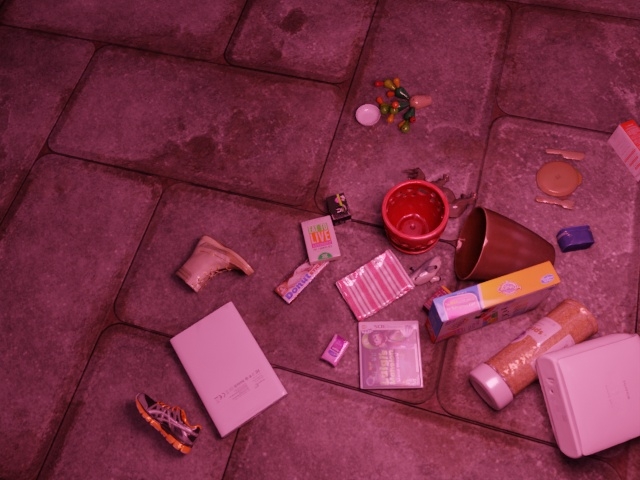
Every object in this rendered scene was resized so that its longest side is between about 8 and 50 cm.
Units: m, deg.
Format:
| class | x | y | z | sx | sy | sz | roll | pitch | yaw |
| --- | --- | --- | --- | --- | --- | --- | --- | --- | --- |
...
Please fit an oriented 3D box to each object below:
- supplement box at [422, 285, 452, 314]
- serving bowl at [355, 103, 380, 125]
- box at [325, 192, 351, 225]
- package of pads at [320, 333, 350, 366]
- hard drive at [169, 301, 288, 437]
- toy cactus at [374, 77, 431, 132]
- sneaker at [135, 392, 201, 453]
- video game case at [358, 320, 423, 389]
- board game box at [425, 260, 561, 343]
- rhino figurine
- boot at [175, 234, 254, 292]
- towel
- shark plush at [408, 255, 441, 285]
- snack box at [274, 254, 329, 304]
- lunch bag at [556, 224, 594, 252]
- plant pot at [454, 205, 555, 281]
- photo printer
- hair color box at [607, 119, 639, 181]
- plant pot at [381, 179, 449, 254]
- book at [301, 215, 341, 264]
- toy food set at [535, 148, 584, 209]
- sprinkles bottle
| class | x | y | z | sx | sy | sz | roll | pitch | yaw |
| --- | --- | --- | --- | --- | --- | --- | --- | --- | --- |
| supplement box | 0.338 | 0.178 | 1.553 | 0.083 | 0.055 | 0.043 | -41 | 68 | -12 |
| serving bowl | 0.162 | -0.422 | 1.834 | 0.083 | 0.027 | 0.083 | -2 | 67 | 4 |
| box | 0.058 | -0.098 | 1.695 | 0.062 | 0.052 | 0.083 | -17 | 68 | -3 |
| package of pads | 0.043 | 0.314 | 1.535 | 0.050 | 0.032 | 0.083 | 30 | 73 | 13 |
| hard drive | -0.265 | 0.362 | 1.538 | 0.210 | 0.040 | 0.318 | -32 | 68 | -9 |
| toy cactus | 0.285 | -0.467 | 1.812 | 0.181 | 0.112 | 0.219 | -13 | 58 | -11 |
| sneaker | -0.419 | 0.488 | 1.482 | 0.215 | 0.084 | 0.083 | 38 | 73 | 8 |
| video game case | 0.196 | 0.322 | 1.523 | 0.173 | 0.022 | 0.190 | -2 | 67 | 5 |
| board game box | 0.449 | 0.173 | 1.444 | 0.317 | 0.242 | 0.064 | -18 | 66 | -3 |
| rhino figurine | 0.359 | -0.157 | 1.682 | 0.243 | 0.073 | 0.106 | 36 | 72 | 19 |
| boot | -0.322 | 0.094 | 1.637 | 0.213 | 0.077 | 0.165 | 29 | 72 | 21 |
| towel | 0.160 | 0.129 | 1.583 | 0.197 | 0.029 | 0.144 | -32 | 64 | 1 |
| shark plush | 0.289 | 0.103 | 1.607 | 0.161 | 0.073 | 0.067 | -32 | 46 | 14 |
| snack box | -0.055 | 0.110 | 1.634 | 0.064 | 0.022 | 0.178 | 39 | 75 | 19 |
| lunch bag | 0.753 | -0.010 | 1.586 | 0.099 | 0.067 | 0.065 | -9 | 67 | 0 |
| plant pot | 0.533 | 0.034 | 1.530 | 0.231 | 0.215 | 0.215 | 14 | 69 | -4 |
| photo printer | 0.717 | 0.377 | 1.356 | 0.308 | 0.107 | 0.256 | -10 | 83 | -18 |
| hair color box | 0.974 | -0.277 | 1.664 | 0.053 | 0.093 | 0.167 | -21 | 68 | -3 |
| plant pot | 0.274 | -0.059 | 1.592 | 0.191 | 0.174 | 0.191 | -2 | 67 | 4 |
| book | 0.000 | 0.000 | 1.657 | 0.096 | 0.035 | 0.144 | -12 | 61 | -4 |
| toy food set | 0.745 | -0.189 | 1.684 | 0.133 | 0.038 | 0.192 | 14 | 74 | 18 |
| sprinkles bottle | 0.571 | 0.302 | 1.444 | 0.355 | 0.121 | 0.121 | -34 | 69 | -9 |
